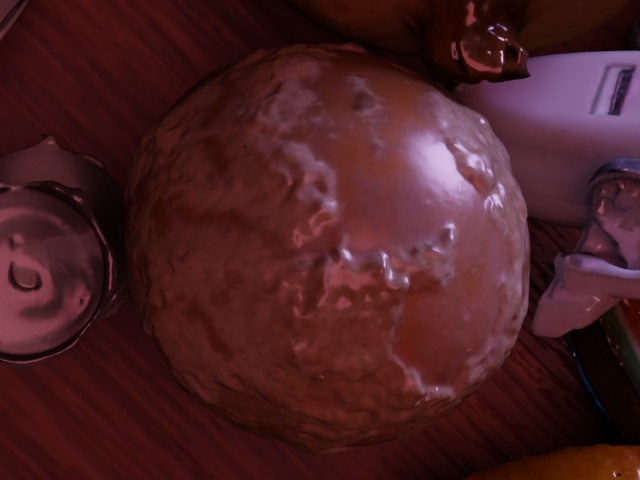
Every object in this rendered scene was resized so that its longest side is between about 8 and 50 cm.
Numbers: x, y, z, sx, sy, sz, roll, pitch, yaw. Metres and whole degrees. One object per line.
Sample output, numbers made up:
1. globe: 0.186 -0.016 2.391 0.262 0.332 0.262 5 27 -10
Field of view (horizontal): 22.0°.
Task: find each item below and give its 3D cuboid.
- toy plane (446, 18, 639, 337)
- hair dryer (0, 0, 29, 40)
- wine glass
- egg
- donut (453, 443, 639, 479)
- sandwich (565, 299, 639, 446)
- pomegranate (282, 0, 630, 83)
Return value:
1. toy plane: 0.164 -0.048 0.925 0.252 0.252 0.118 -25 130 -5
2. hair dryer: -0.329 -0.069 0.923 0.173 0.107 0.357 39 97 -8
3. wine glass: -0.157 0.006 0.894 0.122 0.183 0.122 0 93 -5
4. egg: 0.000 0.000 0.828 0.203 0.245 0.203 -11 118 -21
5. donut: 0.162 0.267 0.943 0.303 0.110 0.303 1 116 2
6. sandwich: 0.226 0.081 0.990 0.235 0.079 0.159 24 73 -26
7. pomegranate: 0.080 -0.235 0.856 0.307 0.307 0.307 -1 94 -7
